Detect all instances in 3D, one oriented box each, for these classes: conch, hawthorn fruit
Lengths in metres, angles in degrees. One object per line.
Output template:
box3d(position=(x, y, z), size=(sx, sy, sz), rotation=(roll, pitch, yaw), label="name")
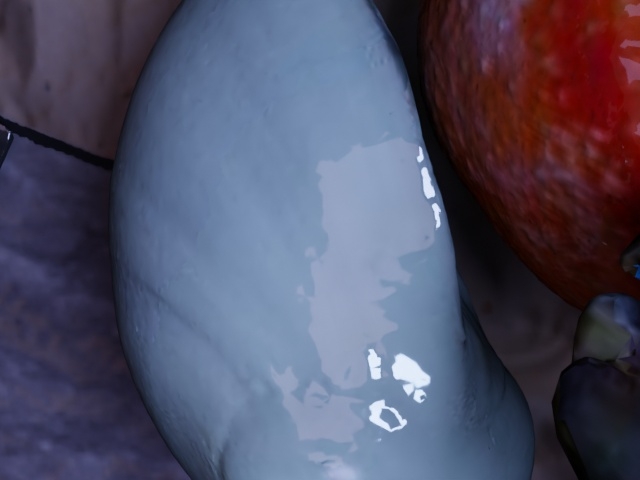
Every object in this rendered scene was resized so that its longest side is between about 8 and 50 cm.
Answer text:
box3d(position=(-0.004, 0.003, 0.535), size=(0.185, 0.121, 0.221), rotation=(-37, 68, 59), label="conch")
box3d(position=(0.113, -0.049, 0.466), size=(0.172, 0.173, 0.173), rotation=(4, 100, 24), label="hawthorn fruit")

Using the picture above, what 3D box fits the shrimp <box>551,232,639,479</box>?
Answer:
box3d(position=(0.246, 0.121, 0.314), size=(0.445, 0.110, 0.221), rotation=(30, 111, 12), label="shrimp")

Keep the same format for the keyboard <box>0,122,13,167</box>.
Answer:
box3d(position=(-0.214, -0.064, 0.702), size=(0.196, 0.015, 0.074), rotation=(32, 114, 17), label="keyboard")
